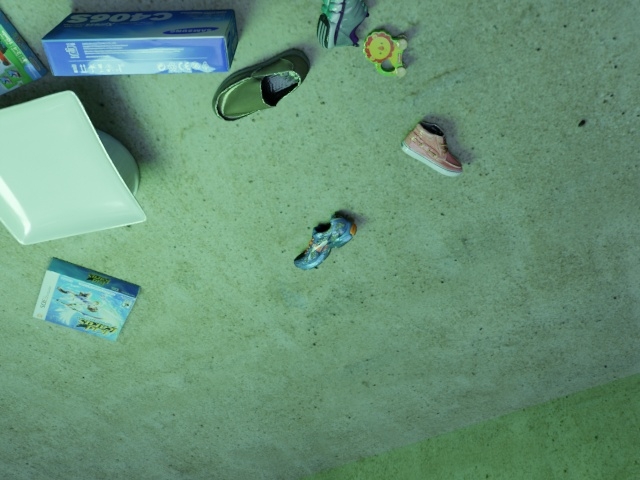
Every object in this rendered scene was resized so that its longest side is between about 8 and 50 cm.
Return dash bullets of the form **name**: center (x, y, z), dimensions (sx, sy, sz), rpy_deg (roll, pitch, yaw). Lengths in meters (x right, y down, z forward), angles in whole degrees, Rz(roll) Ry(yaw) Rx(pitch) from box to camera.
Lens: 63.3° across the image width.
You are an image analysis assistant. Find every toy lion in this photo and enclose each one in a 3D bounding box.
- **toy lion**: center (0.142, -0.411, 1.140), dimensions (0.096, 0.034, 0.100), rpy_deg (1, 132, 7)

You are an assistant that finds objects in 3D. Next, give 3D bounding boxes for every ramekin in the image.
- **ramekin**: center (-0.606, -0.143, 1.301), dimensions (0.273, 0.127, 0.272), rpy_deg (0, 132, 0)

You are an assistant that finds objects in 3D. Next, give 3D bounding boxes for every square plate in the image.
- **square plate**: center (-0.619, -0.154, 1.175), dimensions (0.347, 0.049, 0.344), rpy_deg (-10, 129, 8)

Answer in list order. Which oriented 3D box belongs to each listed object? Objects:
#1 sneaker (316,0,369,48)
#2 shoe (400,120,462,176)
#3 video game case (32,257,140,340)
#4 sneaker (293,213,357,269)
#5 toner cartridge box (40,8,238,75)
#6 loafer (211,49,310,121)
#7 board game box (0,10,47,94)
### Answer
- **sneaker**: center (0.060, -0.498, 1.045), dimensions (0.098, 0.083, 0.223), rpy_deg (-7, 139, -22)
- **shoe**: center (0.293, -0.225, 1.281), dimensions (0.178, 0.063, 0.081), rpy_deg (23, 132, -15)
- **video game case**: center (-0.742, 0.195, 1.642), dimensions (0.270, 0.061, 0.244), rpy_deg (22, 129, -19)
- **sneaker**: center (0.000, 0.000, 1.479), dimensions (0.221, 0.083, 0.087), rpy_deg (-40, 108, 23)
- **toner cartridge box**: center (-0.351, -0.403, 1.051), dimensions (0.348, 0.165, 0.075), rpy_deg (-1, 131, 0)
- **loafer**: center (-0.140, -0.338, 1.160), dimensions (0.251, 0.087, 0.094), rpy_deg (-26, 127, 20)
- **board game box**: center (-0.741, -0.396, 1.134), dimensions (0.212, 0.039, 0.160), rpy_deg (-16, 130, 15)
